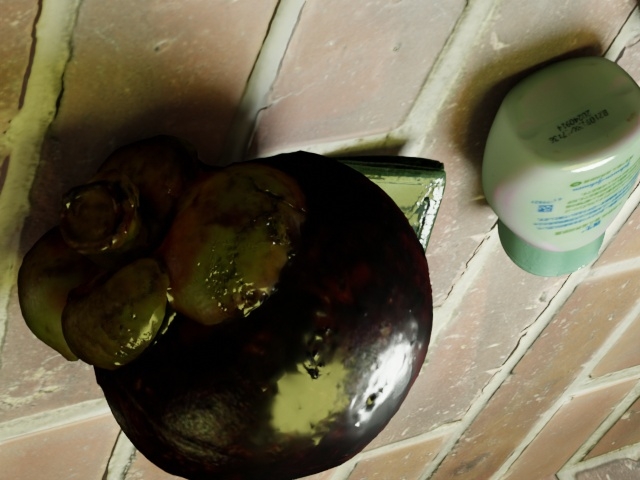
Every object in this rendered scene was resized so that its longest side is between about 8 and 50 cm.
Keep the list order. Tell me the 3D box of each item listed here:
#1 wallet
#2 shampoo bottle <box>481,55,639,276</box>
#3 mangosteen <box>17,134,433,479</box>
[{"bbox_3d":[0.055,0.003,1.771,0.160,0.055,0.236,2,125,-18],"label":"wallet"},{"bbox_3d":[0.305,-0.075,1.841,0.222,0.151,0.349,-28,154,-11],"label":"shampoo bottle"},{"bbox_3d":[-0.097,0.081,1.521,0.421,0.381,0.381,4,141,-30],"label":"mangosteen"}]
